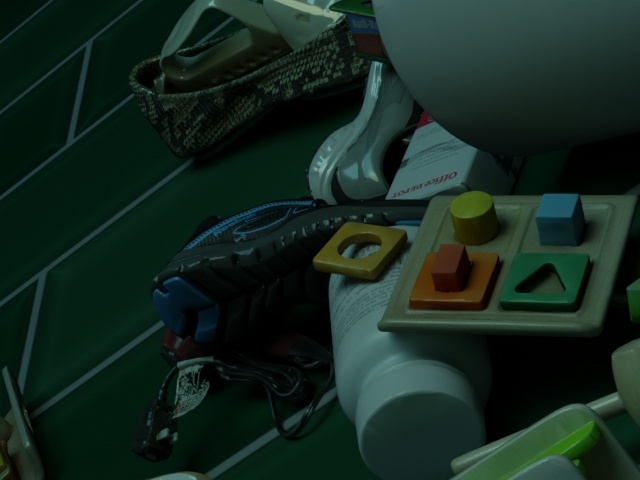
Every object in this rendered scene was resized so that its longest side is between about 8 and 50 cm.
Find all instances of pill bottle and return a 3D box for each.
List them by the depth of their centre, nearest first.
[{"bbox_3d":[0.076,0.099,1.572,0.131,0.131,0.229,-36,27,18],"label":"pill bottle"}]

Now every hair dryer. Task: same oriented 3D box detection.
[{"bbox_3d":[-0.061,0.103,1.877,0.223,0.080,0.294,-13,42,23],"label":"hair dryer"}]

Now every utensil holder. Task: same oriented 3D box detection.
[{"bbox_3d":[0.272,-0.253,1.582,0.385,0.327,0.328,-13,40,50],"label":"utensil holder"}]

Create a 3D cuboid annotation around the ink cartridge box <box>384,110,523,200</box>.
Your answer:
[{"bbox_3d":[0.136,-0.074,1.820,0.109,0.063,0.150,-19,36,42],"label":"ink cartridge box"}]

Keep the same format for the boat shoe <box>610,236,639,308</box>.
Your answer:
[{"bbox_3d":[0.233,0.021,1.564,0.056,0.048,0.153,-24,30,-11],"label":"boat shoe"}]

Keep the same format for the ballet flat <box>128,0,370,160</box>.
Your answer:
[{"bbox_3d":[-0.056,-0.234,2.211,0.482,0.182,0.164,-21,34,41],"label":"ballet flat"}]

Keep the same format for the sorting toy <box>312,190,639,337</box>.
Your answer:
[{"bbox_3d":[0.151,0.007,1.513,0.347,0.047,0.196,0,35,22],"label":"sorting toy"}]

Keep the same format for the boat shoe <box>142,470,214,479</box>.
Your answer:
[{"bbox_3d":[-0.203,0.291,1.744,0.277,0.098,0.096,-23,32,37],"label":"boat shoe"}]

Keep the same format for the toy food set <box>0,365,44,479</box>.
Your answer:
[{"bbox_3d":[-0.442,0.293,2.109,0.306,0.092,0.220,-45,25,2],"label":"toy food set"}]

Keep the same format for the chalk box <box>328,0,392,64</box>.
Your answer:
[{"bbox_3d":[0.131,-0.281,1.879,0.180,0.179,0.289,17,47,38],"label":"chalk box"}]

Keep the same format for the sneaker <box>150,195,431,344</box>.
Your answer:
[{"bbox_3d":[0.000,0.000,1.786,0.340,0.125,0.140,-8,34,25],"label":"sneaker"}]

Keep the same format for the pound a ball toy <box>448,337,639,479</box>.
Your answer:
[{"bbox_3d":[0.135,0.226,1.336,0.319,0.136,0.208,-36,1,19],"label":"pound a ball toy"}]

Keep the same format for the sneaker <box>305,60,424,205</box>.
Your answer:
[{"bbox_3d":[0.092,-0.128,1.952,0.108,0.100,0.271,5,55,38],"label":"sneaker"}]
